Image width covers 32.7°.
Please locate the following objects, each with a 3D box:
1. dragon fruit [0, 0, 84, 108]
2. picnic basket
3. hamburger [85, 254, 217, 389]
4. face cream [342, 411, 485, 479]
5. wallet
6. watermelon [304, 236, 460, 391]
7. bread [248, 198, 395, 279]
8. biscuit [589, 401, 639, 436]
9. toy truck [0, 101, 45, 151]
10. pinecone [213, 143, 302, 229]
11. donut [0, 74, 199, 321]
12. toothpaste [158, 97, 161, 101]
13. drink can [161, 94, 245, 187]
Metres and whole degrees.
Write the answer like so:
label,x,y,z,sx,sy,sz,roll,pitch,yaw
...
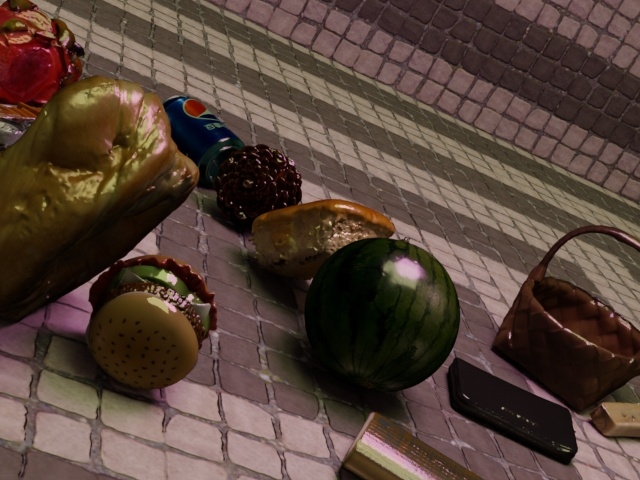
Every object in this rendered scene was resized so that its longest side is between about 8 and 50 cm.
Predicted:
label,x,y,z,sx,sy,sz,roll,pitch,yaw
dragon fruit,-0.522,-0.296,1.891,0.243,0.227,0.307,43,11,30
picnic basket,0.541,0.131,2.133,0.293,0.337,0.337,36,21,20
hamburger,-0.221,0.112,1.388,0.175,0.175,0.137,25,34,-12
face cream,0.170,0.341,1.477,0.285,0.067,0.139,31,21,7
wallet,0.332,0.290,1.863,0.250,0.044,0.149,27,23,-6
watermelon,0.096,0.112,1.683,0.242,0.242,0.242,26,20,-10
bread,0.000,0.000,1.860,0.174,0.121,0.245,8,-15,-39
biscuit,0.585,0.343,2.066,0.188,0.052,0.056,11,43,-40
toy truck,-0.426,-0.121,1.645,0.207,0.173,0.387,32,20,35
pinecone,-0.109,-0.099,2.051,0.163,0.163,0.165,33,10,10
donut,-0.311,-0.052,1.350,0.170,0.360,0.360,53,23,5
toothpaste,-0.387,-0.233,2.101,0.067,0.043,0.194,37,45,19
drink can,-0.242,-0.199,2.166,0.118,0.118,0.205,5,29,-49
